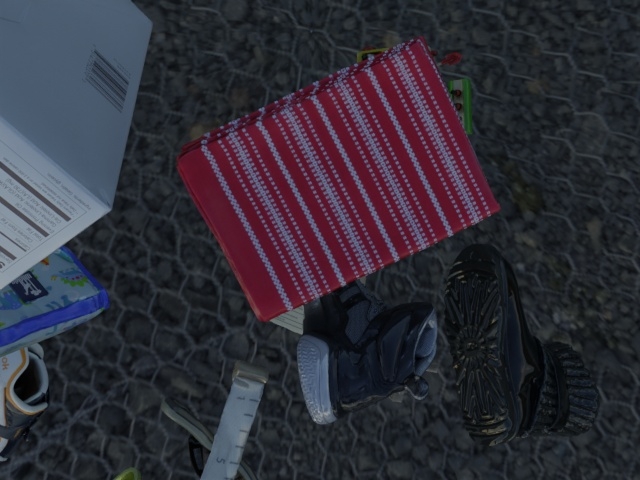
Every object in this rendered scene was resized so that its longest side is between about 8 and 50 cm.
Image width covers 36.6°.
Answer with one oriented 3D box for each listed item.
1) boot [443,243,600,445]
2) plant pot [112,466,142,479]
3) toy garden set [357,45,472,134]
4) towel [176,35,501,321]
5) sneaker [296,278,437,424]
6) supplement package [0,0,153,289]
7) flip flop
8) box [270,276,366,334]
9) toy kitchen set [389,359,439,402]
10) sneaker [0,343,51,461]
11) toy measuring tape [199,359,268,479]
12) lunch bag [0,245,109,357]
[{"bbox_3d":[0.350,0.177,1.664,0.260,0.131,0.348,-1,86,-38],"label":"boot"},{"bbox_3d":[-0.329,0.612,1.813,0.254,0.276,0.276,38,99,-13],"label":"plant pot"},{"bbox_3d":[0.173,-0.300,1.910,0.244,0.049,0.204,-5,79,25],"label":"toy garden set"},{"bbox_3d":[0.018,-0.058,0.958,0.274,0.031,0.199,-25,99,2],"label":"towel"},{"bbox_3d":[0.052,0.078,1.084,0.153,0.269,0.101,-7,139,6],"label":"sneaker"},{"bbox_3d":[-0.247,-0.122,0.668,0.145,0.262,0.204,-32,123,21],"label":"supplement package"},{"bbox_3d":[-0.214,0.403,1.815,0.080,0.112,0.277,-48,119,-16],"label":"flip flop"},{"bbox_3d":[0.000,0.000,1.690,0.121,0.148,0.311,1,100,-35],"label":"box"},{"bbox_3d":[0.171,0.256,1.747,0.075,0.068,0.083,11,95,-12],"label":"toy kitchen set"},{"bbox_3d":[-0.443,0.227,1.372,0.127,0.321,0.126,-12,65,-12],"label":"sneaker"},{"bbox_3d":[-0.131,0.291,1.023,0.121,0.121,0.330,17,75,-4],"label":"toy measuring tape"},{"bbox_3d":[-0.294,0.062,0.921,0.128,0.151,0.096,-24,116,-41],"label":"lunch bag"}]
